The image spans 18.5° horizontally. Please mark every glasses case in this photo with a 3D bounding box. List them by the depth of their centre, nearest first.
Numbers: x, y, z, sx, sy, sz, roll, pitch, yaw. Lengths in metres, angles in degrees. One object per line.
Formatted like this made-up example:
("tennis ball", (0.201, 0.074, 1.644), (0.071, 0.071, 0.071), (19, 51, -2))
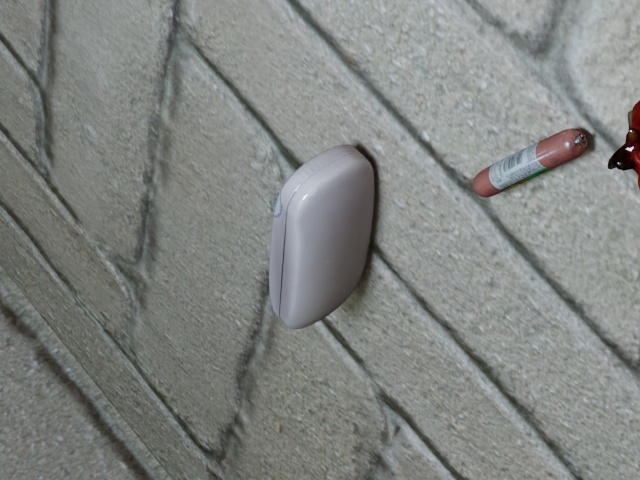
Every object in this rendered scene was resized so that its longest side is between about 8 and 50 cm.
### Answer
("glasses case", (0.000, 0.000, 2.233), (0.075, 0.113, 0.297), (47, 155, 23))

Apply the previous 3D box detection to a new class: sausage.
("sausage", (0.196, -0.073, 1.866), (0.029, 0.029, 0.223), (58, 157, -3))

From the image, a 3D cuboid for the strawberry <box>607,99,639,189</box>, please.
("strawberry", (0.353, -0.049, 1.332), (0.258, 0.261, 0.261), (57, 157, 9))
